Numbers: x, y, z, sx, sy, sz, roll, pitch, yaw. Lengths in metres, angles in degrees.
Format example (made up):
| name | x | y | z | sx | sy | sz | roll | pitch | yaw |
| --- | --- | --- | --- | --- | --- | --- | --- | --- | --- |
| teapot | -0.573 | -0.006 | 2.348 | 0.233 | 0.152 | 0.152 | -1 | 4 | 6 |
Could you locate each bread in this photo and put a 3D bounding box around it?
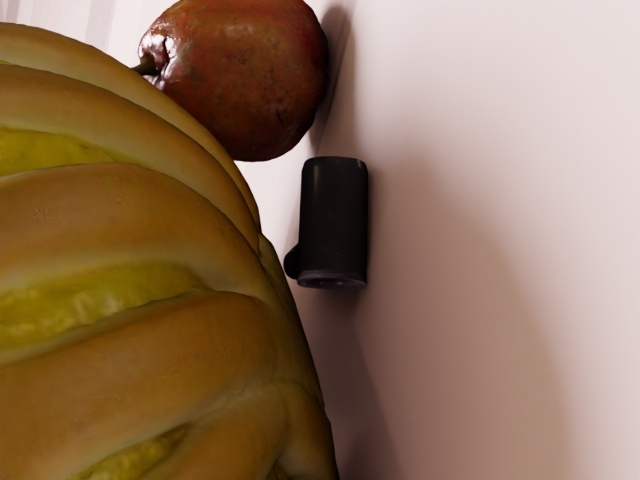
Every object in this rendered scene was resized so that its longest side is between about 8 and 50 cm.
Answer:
| name | x | y | z | sx | sy | sz | roll | pitch | yaw |
| --- | --- | --- | --- | --- | --- | --- | --- | --- | --- |
| bread | -0.077 | 0.074 | 0.654 | 0.333 | 0.160 | 0.333 | 170 | 90 | -83 |

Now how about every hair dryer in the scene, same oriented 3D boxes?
| name | x | y | z | sx | sy | sz | roll | pitch | yaw |
| --- | --- | --- | --- | --- | --- | --- | --- | --- | --- |
| hair dryer | 0.000 | 0.000 | 0.695 | 0.083 | 0.026 | 0.047 | 128 | 146 | -74 |

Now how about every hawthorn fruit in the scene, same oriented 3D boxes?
| name | x | y | z | sx | sy | sz | roll | pitch | yaw |
| --- | --- | --- | --- | --- | --- | --- | --- | --- | --- |
| hawthorn fruit | -0.034 | -0.068 | 0.735 | 0.077 | 0.077 | 0.077 | -175 | 90 | -74 |
